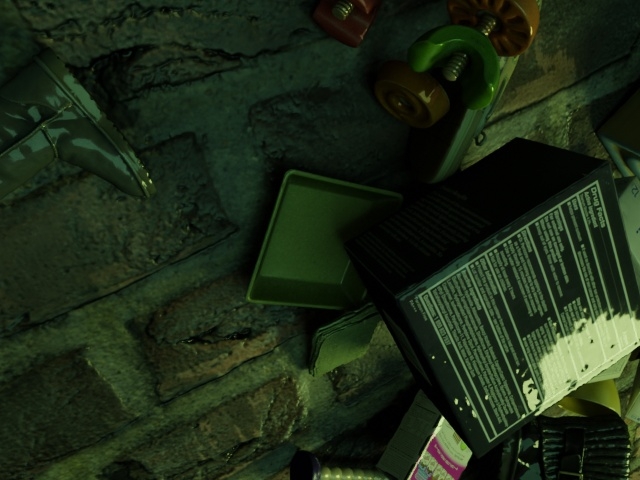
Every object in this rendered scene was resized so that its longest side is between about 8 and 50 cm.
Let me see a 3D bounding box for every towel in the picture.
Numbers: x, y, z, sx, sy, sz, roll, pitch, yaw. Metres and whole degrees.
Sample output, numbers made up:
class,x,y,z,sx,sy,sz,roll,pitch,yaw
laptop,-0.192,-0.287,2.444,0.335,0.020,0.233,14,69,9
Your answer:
class,x,y,z,sx,sy,sz,roll,pitch,yaw
towel,0.033,0.152,0.842,0.110,0.027,0.148,-19,146,-20

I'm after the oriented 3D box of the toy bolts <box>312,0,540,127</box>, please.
class,x,y,z,sx,sy,sz,roll,pitch,yaw
toy bolts,0.117,-0.264,0.641,0.229,0.218,0.158,36,80,-4

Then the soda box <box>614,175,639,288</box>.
class,x,y,z,sx,sy,sz,roll,pitch,yaw
soda box,0.554,0.030,0.979,0.098,0.091,0.286,-45,107,-20

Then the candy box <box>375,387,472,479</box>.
class,x,y,z,sx,sy,sz,roll,pitch,yaw
candy box,0.214,0.347,0.996,0.233,0.071,0.159,-53,129,-20

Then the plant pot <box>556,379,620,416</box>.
class,x,y,z,sx,sy,sz,roll,pitch,yaw
plant pot,0.577,0.316,1.195,0.134,0.134,0.095,40,62,-37

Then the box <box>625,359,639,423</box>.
class,x,y,z,sx,sy,sz,roll,pitch,yaw
box,0.727,0.207,1.150,0.232,0.059,0.321,-49,149,-37

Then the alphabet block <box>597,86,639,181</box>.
class,x,y,z,sx,sy,sz,roll,pitch,yaw
alphabet block,0.619,-0.165,0.903,0.197,0.193,0.192,-47,129,9

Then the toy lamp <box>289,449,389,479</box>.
class,x,y,z,sx,sy,sz,roll,pitch,yaw
toy lamp,0.074,0.426,1.005,0.275,0.080,0.080,19,104,-31

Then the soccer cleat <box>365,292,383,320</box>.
class,x,y,z,sx,sy,sz,roll,pitch,yaw
soccer cleat,0.153,0.127,0.889,0.196,0.076,0.068,33,90,-33

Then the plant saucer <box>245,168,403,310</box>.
class,x,y,z,sx,sy,sz,roll,pitch,yaw
plant saucer,0.000,0.000,0.762,0.188,0.045,0.188,9,111,-31

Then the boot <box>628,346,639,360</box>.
class,x,y,z,sx,sy,sz,roll,pitch,yaw
boot,0.669,0.105,1.133,0.112,0.115,0.305,4,112,-28

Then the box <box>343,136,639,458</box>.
class,x,y,z,sx,sy,sz,roll,pitch,yaw
box,0.239,0.070,0.746,0.294,0.183,0.296,-31,117,-5

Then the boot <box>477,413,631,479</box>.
class,x,y,z,sx,sy,sz,roll,pitch,yaw
boot,0.483,0.508,1.164,0.260,0.131,0.347,4,116,2

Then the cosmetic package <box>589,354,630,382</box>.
class,x,y,z,sx,sy,sz,roll,pitch,yaw
cosmetic package,0.462,0.188,1.065,0.310,0.113,0.160,2,113,-28

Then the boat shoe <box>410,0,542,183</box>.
class,x,y,z,sx,sy,sz,roll,pitch,yaw
boat shoe,0.207,-0.203,0.730,0.089,0.104,0.285,13,107,-30

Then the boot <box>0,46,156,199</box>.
class,x,y,z,sx,sy,sz,roll,pitch,yaw
boot,-0.299,-0.064,0.551,0.208,0.076,0.189,-42,113,-12
